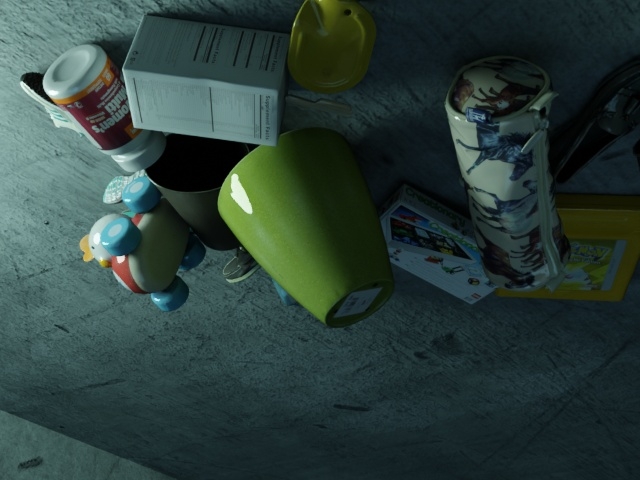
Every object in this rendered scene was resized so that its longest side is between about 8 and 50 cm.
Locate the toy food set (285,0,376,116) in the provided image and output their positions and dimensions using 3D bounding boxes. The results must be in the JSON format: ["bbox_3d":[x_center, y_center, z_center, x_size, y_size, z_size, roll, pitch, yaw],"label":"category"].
[{"bbox_3d":[0.012,-0.305,1.207,0.128,0.071,0.218,6,141,-9],"label":"toy food set"}]

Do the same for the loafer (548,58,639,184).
[{"bbox_3d":[0.474,-0.187,1.272,0.096,0.084,0.267,19,144,-15],"label":"loafer"}]

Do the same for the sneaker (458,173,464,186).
[{"bbox_3d":[0.341,-0.100,1.447,0.152,0.058,0.084,-8,134,12],"label":"sneaker"}]

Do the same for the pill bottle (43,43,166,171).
[{"bbox_3d":[-0.372,-0.228,1.352,0.121,0.121,0.221,-9,142,23],"label":"pill bottle"}]

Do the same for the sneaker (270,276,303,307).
[{"bbox_3d":[0.014,0.051,1.639,0.208,0.127,0.319,-27,180,5],"label":"sneaker"}]

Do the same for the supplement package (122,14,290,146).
[{"bbox_3d":[-0.179,-0.260,1.255,0.244,0.133,0.139,8,145,0],"label":"supplement package"}]

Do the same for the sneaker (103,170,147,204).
[{"bbox_3d":[-0.380,-0.100,1.592,0.166,0.065,0.076,-14,144,31],"label":"sneaker"}]

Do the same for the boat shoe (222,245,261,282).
[{"bbox_3d":[-0.151,0.020,1.709,0.223,0.080,0.073,-30,125,35],"label":"boat shoe"}]

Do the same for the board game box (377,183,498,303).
[{"bbox_3d":[0.248,0.015,1.593,0.305,0.053,0.193,28,144,-13],"label":"board game box"}]

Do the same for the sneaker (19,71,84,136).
[{"bbox_3d":[-0.486,-0.242,1.410,0.161,0.057,0.075,30,134,-33],"label":"sneaker"}]

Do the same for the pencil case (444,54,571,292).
[{"bbox_3d":[0.326,-0.095,1.289,0.160,0.183,0.410,-29,129,-9],"label":"pencil case"}]

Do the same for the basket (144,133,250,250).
[{"bbox_3d":[-0.212,-0.090,1.499,0.204,0.154,0.227,4,149,12],"label":"basket"}]

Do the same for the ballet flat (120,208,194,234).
[{"bbox_3d":[-0.334,-0.043,1.674,0.213,0.072,0.068,-1,172,13],"label":"ballet flat"}]

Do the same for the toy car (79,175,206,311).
[{"bbox_3d":[-0.399,0.016,1.555,0.238,0.210,0.219,-6,138,27],"label":"toy car"}]

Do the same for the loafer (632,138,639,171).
[{"bbox_3d":[0.594,-0.246,1.153,0.130,0.134,0.366,36,132,1],"label":"loafer"}]

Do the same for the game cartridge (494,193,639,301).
[{"bbox_3d":[0.516,0.021,1.593,0.285,0.052,0.323,2,146,9],"label":"game cartridge"}]

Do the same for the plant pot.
[{"bbox_3d":[0.000,0.000,1.364,0.275,0.293,0.274,-23,151,-13],"label":"plant pot"}]
